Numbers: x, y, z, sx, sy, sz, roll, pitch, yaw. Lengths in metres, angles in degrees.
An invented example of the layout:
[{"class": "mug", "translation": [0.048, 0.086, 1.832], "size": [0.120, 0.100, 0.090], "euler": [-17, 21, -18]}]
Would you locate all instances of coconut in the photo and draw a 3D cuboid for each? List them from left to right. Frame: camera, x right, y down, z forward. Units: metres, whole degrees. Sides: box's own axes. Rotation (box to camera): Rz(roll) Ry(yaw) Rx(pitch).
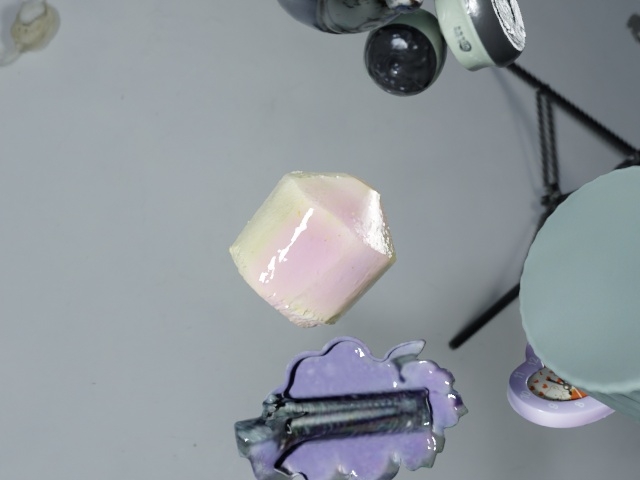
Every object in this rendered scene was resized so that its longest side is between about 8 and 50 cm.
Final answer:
[{"class": "coconut", "translation": [0.000, 0.000, 1.289], "size": [0.233, 0.233, 0.245], "euler": [41, 93, -11]}]

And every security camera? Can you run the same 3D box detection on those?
[{"class": "security camera", "translation": [0.204, -0.366, 1.413], "size": [0.197, 0.277, 0.191], "euler": [56, 35, -24]}]

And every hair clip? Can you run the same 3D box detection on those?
[{"class": "hair clip", "translation": [0.027, 0.139, 0.646], "size": [0.195, 0.052, 0.124], "euler": [-7, 82, -13]}]

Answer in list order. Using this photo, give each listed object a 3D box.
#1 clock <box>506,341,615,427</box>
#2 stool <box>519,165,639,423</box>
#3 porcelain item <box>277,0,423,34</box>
[{"class": "clock", "translation": [0.405, 0.242, 1.297], "size": [0.172, 0.064, 0.198], "euler": [18, 40, 23]}, {"class": "stool", "translation": [0.423, 0.088, 0.886], "size": [0.330, 0.297, 0.297], "euler": [25, 71, -32]}, {"class": "porcelain item", "translation": [-0.036, -0.238, 0.618], "size": [0.288, 0.186, 0.138], "euler": [-4, 85, -60]}]
